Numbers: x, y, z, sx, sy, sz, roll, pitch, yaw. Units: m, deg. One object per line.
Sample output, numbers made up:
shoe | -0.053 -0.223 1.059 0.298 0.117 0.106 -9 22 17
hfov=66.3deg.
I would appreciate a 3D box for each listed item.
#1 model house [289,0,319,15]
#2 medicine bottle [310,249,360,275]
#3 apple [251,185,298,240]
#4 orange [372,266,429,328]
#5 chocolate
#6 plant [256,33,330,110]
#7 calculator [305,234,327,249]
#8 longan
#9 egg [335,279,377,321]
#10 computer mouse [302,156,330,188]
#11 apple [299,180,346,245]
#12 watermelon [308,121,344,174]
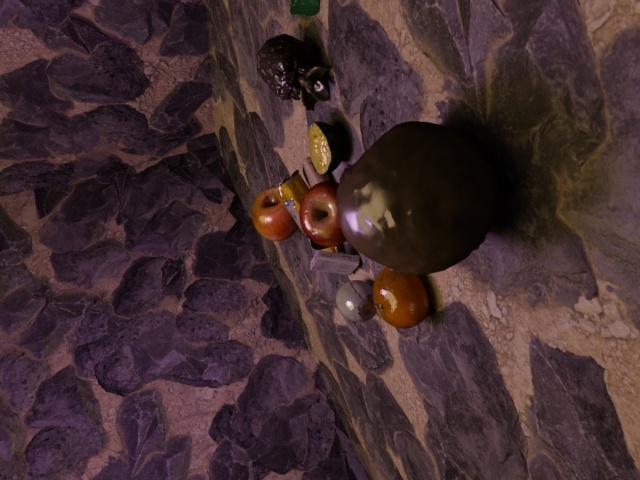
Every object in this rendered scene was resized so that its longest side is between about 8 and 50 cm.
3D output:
model house | -0.061 -0.935 1.819 0.167 0.117 0.088 95 166 -52
medicine bottle | 0.066 0.107 2.263 0.171 0.201 0.052 116 160 -65
apple | -0.230 -0.142 2.718 0.299 0.299 0.275 50 175 47
orange | 0.285 0.205 1.782 0.240 0.171 0.240 163 90 -71
chocolate | -0.043 -0.113 2.346 0.445 0.162 0.162 55 162 -6
plant | -0.099 -0.674 1.980 0.312 0.213 0.215 50 151 26
calculator | 0.012 -0.052 2.225 0.040 0.268 0.177 -17 93 39
longan | 0.235 -0.113 1.290 0.436 0.404 0.403 -142 38 -61
egg | 0.155 0.262 2.172 0.217 0.183 0.183 25 131 53
computer mouse | -0.010 -0.286 2.279 0.236 0.082 0.145 60 159 29
apple | 0.044 -0.113 2.061 0.206 0.252 0.271 -8 -104 -66
watermelon | 0.030 -0.378 2.016 0.204 0.127 0.232 53 152 43
